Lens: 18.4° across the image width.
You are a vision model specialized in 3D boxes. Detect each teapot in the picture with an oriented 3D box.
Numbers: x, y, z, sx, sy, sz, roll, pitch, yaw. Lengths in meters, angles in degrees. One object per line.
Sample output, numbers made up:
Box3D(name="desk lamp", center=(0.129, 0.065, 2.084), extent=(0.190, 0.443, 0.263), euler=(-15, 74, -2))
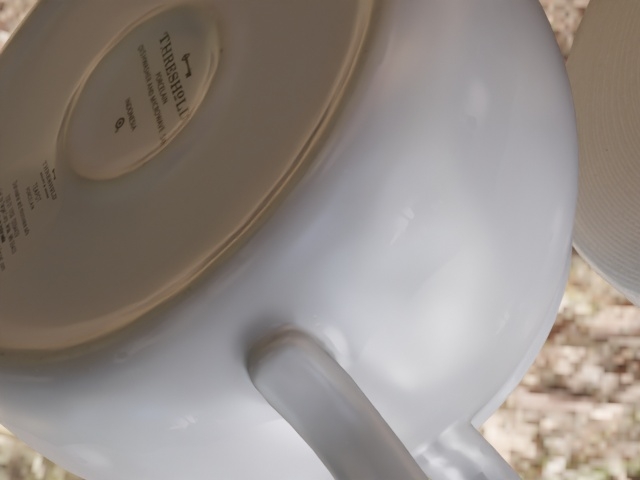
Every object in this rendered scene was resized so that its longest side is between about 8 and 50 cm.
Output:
Box3D(name="teapot", center=(0.000, 0.000, 0.696), extent=(0.252, 0.256, 0.187), euler=(-2, 148, 45))

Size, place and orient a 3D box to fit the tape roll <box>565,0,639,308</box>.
Box3D(name="tape roll", center=(0.242, -0.117, 0.704), extent=(0.072, 0.392, 0.392), euler=(38, 132, -21))
